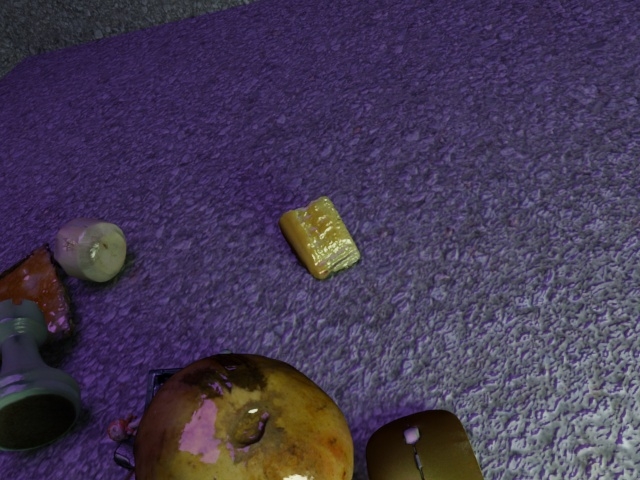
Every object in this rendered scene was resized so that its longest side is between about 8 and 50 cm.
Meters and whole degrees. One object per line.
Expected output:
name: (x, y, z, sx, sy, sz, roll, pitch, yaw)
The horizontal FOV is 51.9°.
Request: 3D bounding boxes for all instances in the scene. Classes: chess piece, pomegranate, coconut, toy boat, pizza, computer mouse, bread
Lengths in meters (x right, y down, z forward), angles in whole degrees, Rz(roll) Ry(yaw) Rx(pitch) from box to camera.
chess piece: (-0.616, 0.259, 1.359, 0.195, 0.194, 0.299, -30, 47, -5)
pomegranate: (-0.113, 0.317, 0.959, 0.322, 0.322, 0.322, -15, 39, 13)
coconut: (-0.592, 0.020, 1.664, 0.183, 0.170, 0.170, 8, 49, 29)
toy boat: (-0.222, 0.281, 1.219, 0.246, 0.103, 0.092, -5, 67, 17)
pizza: (-0.778, 0.170, 1.665, 0.435, 0.080, 0.391, -15, 42, 11)
computer mouse: (0.158, 0.368, 0.930, 0.158, 0.071, 0.310, -19, 38, 6)
bread: (0.000, 0.000, 1.453, 0.140, 0.169, 0.160, -28, -2, -4)

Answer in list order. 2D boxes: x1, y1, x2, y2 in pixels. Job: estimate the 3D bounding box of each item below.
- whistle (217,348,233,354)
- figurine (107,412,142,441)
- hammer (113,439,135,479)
whistle: (-0.168, 0.238, 1.286, 0.100, 0.035, 0.035, 17, 55, 39)
figurine: (-0.355, 0.353, 1.243, 0.109, 0.064, 0.047, -19, 13, 31)
hammer: (-0.346, 0.473, 0.976, 0.111, 0.043, 0.365, 14, 50, 21)
